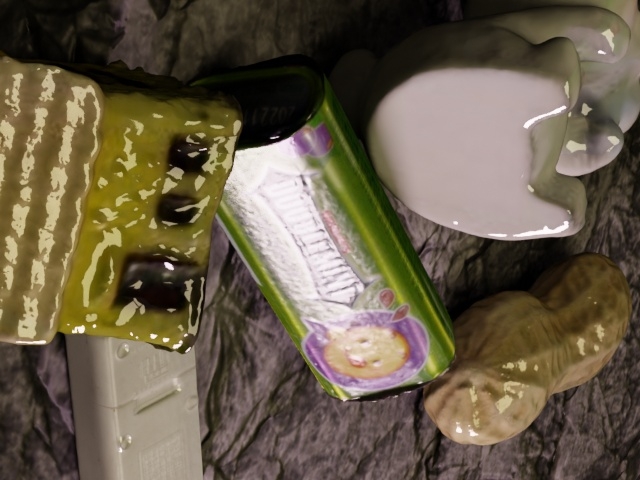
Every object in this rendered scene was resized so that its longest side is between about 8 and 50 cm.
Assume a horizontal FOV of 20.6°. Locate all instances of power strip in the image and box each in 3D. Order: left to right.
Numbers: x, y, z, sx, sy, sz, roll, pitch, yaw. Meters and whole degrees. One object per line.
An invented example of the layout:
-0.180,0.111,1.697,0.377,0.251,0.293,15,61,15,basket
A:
-0.147,0.161,1.428,0.098,0.058,0.338,-25,126,-40,power strip

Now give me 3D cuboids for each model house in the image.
-0.202,-0.035,1.206,0.234,0.175,0.193,6,103,-40,model house

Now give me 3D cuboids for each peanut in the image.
0.214,0.100,1.771,0.298,0.120,0.136,-29,132,-41,peanut

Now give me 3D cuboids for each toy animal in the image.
0.167,-0.173,1.535,0.367,0.241,0.196,-52,149,-41,toy animal

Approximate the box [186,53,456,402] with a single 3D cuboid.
0.000,0.000,1.460,0.345,0.134,0.097,61,22,-45,box
